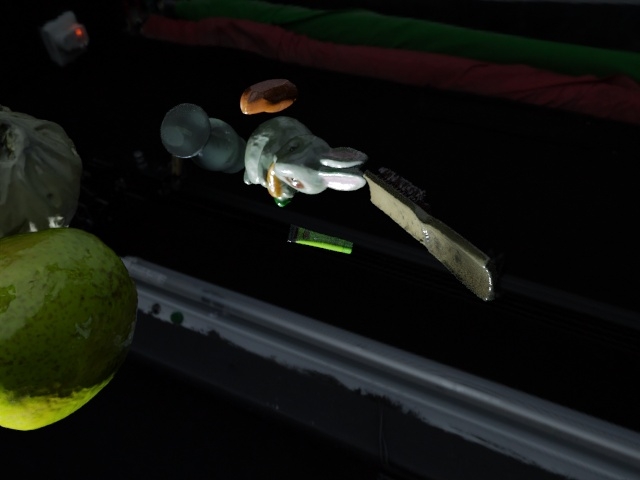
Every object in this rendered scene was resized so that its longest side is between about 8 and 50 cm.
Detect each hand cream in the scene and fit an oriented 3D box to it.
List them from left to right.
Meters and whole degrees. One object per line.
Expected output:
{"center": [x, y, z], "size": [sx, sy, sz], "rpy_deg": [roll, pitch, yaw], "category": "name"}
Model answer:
{"center": [0.000, 0.000, 1.027], "size": [0.121, 0.023, 0.036], "rpy_deg": [14, -116, -5], "category": "hand cream"}

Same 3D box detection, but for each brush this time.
{"center": [0.105, -0.021, 0.537], "size": [0.036, 0.043, 0.248], "rpy_deg": [-27, -151, -6], "category": "brush"}

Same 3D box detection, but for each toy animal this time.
{"center": [-0.030, -0.123, 0.837], "size": [0.125, 0.127, 0.251], "rpy_deg": [-33, -156, -23], "category": "toy animal"}

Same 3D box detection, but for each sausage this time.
{"center": [-0.144, -0.401, 1.516], "size": [0.179, 0.089, 0.089], "rpy_deg": [-26, -131, -34], "category": "sausage"}

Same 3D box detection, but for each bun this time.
{"center": [-0.674, -0.144, 1.144], "size": [0.359, 0.211, 0.360], "rpy_deg": [16, -120, -29], "category": "bun"}

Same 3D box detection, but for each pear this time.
{"center": [-0.531, 0.147, 1.036], "size": [0.390, 0.391, 0.391], "rpy_deg": [-2, -134, 2], "category": "pear"}

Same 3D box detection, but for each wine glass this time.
{"center": [-0.194, -0.171, 0.961], "size": [0.092, 0.202, 0.093], "rpy_deg": [-1, -94, 13], "category": "wine glass"}
